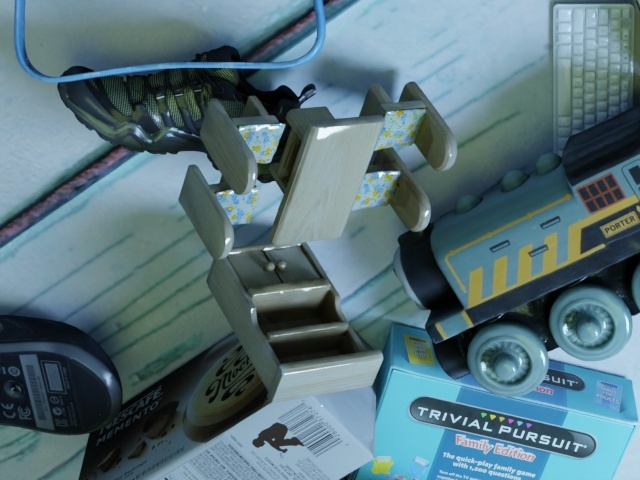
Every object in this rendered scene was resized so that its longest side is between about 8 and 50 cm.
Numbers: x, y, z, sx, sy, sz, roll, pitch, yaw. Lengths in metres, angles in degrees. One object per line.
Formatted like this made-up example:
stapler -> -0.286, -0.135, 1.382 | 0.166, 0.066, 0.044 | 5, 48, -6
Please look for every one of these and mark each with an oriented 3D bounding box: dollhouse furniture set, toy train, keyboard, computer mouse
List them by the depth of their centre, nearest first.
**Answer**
dollhouse furniture set -> 0.000, 0.000, 1.708 | 0.212, 0.161, 0.242 | -7, 136, -30
toy train -> 0.229, 0.010, 1.766 | 0.334, 0.142, 0.190 | -26, 103, 25
keyboard -> 0.252, -0.103, 1.766 | 0.072, 0.014, 0.256 | -2, 122, 4
computer mouse -> -0.319, 0.119, 1.911 | 0.272, 0.072, 0.188 | 7, 126, 13

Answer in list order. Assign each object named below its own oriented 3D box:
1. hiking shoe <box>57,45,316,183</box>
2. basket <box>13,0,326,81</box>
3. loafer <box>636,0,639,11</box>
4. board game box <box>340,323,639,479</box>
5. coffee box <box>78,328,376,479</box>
hiking shoe -> -0.122, -0.136, 1.732 | 0.227, 0.086, 0.114 | 15, 116, -18
basket -> -0.128, -0.277, 1.545 | 0.254, 0.201, 0.289 | -2, 91, 5
loafer -> 0.329, -0.188, 1.656 | 0.092, 0.102, 0.268 | -16, 120, 19
board game box -> 0.150, 0.264, 1.968 | 0.253, 0.079, 0.336 | 14, 122, -6
coffee box -> -0.094, 0.198, 1.886 | 0.297, 0.168, 0.119 | -33, 116, 22
